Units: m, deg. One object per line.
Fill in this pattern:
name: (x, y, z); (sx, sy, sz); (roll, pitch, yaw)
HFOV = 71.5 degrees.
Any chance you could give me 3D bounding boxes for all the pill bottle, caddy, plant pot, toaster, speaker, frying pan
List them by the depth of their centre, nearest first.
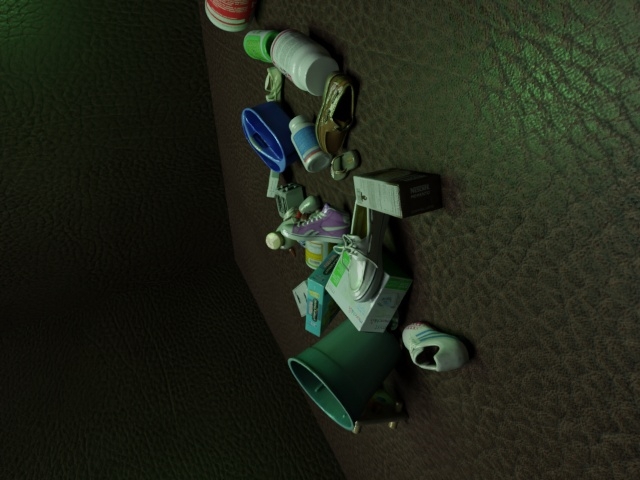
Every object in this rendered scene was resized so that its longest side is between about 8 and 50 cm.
pill bottle: (-0.056, -0.635, 1.589); (0.283, 0.160, 0.160); (53, 152, 42)
plant pot: (0.112, 0.468, 1.695); (0.341, 0.334, 0.341); (40, 154, 23)
frying pan: (0.248, 0.289, 1.696); (0.197, 0.053, 0.326); (47, 150, 49)
pill bottle: (-0.045, -0.397, 1.801); (0.221, 0.124, 0.124); (65, 158, 21)
pill bottle: (-0.375, -1.131, 1.922); (0.229, 0.229, 0.407); (70, 159, 8)
speaker: (-0.242, -0.855, 1.948); (0.296, 0.131, 0.131); (42, 143, 54)
pill bottle: (0.000, 0.000, 1.980); (0.136, 0.136, 0.246); (52, 151, 44)
caddy: (-0.237, -0.476, 2.066); (0.341, 0.179, 0.241); (50, 153, 14)
toaster: (-0.144, -0.190, 2.240); (0.168, 0.110, 0.186); (-148, 45, -62)

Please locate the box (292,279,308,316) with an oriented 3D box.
box: (-0.059, 0.314, 2.447); (0.169, 0.087, 0.290); (69, 160, 11)

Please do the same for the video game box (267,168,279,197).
video game box: (-0.237, -0.357, 2.317); (0.187, 0.048, 0.205); (121, 156, -61)

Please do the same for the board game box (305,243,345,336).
board game box: (0.041, 0.209, 1.876); (0.079, 0.254, 0.336); (25, 138, 20)

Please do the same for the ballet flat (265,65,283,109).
ballet flat: (-0.220, -0.694, 2.077); (0.086, 0.086, 0.248); (57, 155, 36)

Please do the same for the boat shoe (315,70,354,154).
boat shoe: (0.054, -0.421, 1.547); (0.307, 0.110, 0.104); (93, 153, -43)

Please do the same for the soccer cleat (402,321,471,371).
soccer cleat: (0.324, 0.334, 1.404); (0.331, 0.143, 0.116); (-11, 95, 70)

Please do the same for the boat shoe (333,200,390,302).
boat shoe: (0.123, 0.013, 1.438); (0.136, 0.156, 0.367); (9, 85, 53)

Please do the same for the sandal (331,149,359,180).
sandal: (0.079, -0.280, 1.667); (0.219, 0.060, 0.090); (-10, 97, 69)

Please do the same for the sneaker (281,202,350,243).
sneaker: (-0.018, -0.082, 1.808); (0.102, 0.282, 0.161); (-91, 4, -66)

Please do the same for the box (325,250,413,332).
box: (0.165, 0.156, 1.582); (0.262, 0.126, 0.231); (49, 119, 48)

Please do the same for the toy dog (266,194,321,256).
toy dog: (-0.105, -0.046, 2.079); (0.161, 0.220, 0.333); (48, 136, 2)

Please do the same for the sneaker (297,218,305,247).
sneaker: (-0.080, -0.038, 2.253); (0.081, 0.080, 0.211); (52, 164, 28)

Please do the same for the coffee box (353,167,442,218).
coffee box: (0.220, -0.145, 1.301); (0.246, 0.141, 0.098); (27, 130, 61)

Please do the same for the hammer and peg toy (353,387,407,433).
hammer and peg toy: (0.178, 0.665, 1.916); (0.361, 0.266, 0.127); (33, 114, 61)
